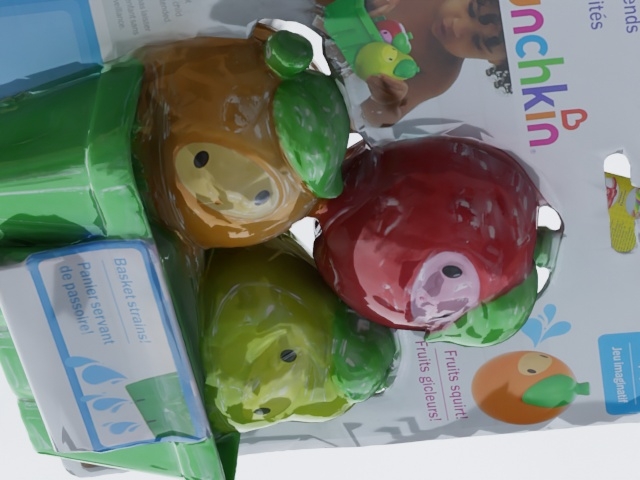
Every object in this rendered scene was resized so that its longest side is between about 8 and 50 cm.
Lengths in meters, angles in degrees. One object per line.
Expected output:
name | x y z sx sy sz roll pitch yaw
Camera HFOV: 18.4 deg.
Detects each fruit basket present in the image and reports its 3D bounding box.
fruit basket | 0.000 0.000 0.983 0.353 0.327 0.165 -2 -140 13

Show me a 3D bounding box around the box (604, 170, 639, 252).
box | 0.267 0.008 1.575 0.043 0.105 0.179 13 -175 -45
